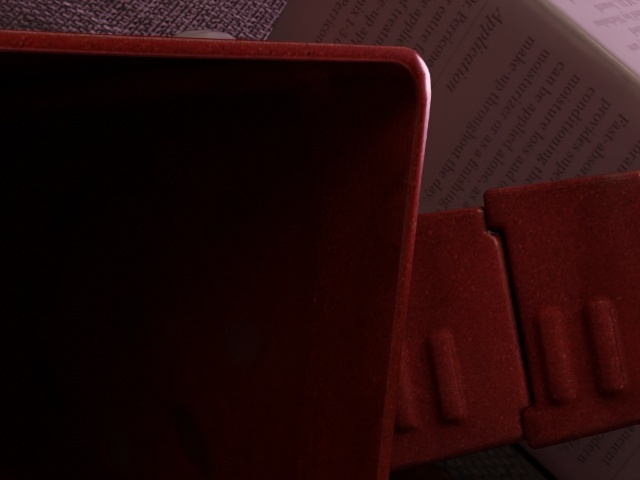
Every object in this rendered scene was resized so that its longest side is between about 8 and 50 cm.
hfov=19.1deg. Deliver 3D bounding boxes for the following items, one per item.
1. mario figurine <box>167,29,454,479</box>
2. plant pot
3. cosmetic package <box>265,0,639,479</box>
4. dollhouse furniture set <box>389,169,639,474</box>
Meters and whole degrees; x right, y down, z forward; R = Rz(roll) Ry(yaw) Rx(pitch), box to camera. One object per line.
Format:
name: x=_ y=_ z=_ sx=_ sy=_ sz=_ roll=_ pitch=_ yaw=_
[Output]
mario figurine: x=0.000 y=0.000 z=1.008 sx=0.170 sy=0.198 sz=0.320 roll=-7 pitch=48 yaw=-13
plant pot: x=-0.145 y=0.041 z=0.734 sx=0.267 sy=0.267 sz=0.235 roll=-3 pitch=13 yaw=-44
cosmetic package: x=0.174 y=-0.010 z=1.136 sx=0.453 sy=0.230 sz=0.161 roll=44 pitch=32 yaw=18
dollhouse furniture set: x=0.138 y=0.159 z=0.898 sx=0.201 sy=0.152 sz=0.374 roll=7 pitch=73 yaw=-66
